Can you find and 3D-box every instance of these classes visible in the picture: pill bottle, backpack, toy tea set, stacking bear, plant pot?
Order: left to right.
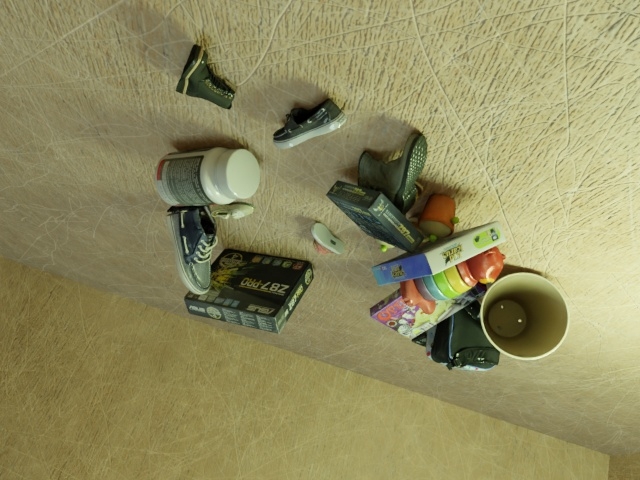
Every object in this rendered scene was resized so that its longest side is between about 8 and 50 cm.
[{"bbox_3d":[-0.321,-0.180,1.690,0.283,0.161,0.161,1,151,36],"label":"pill bottle"},{"bbox_3d":[0.243,-0.035,1.643,0.200,0.124,0.336,19,157,-2],"label":"toy tea set"},{"bbox_3d":[0.398,0.093,1.753,0.289,0.164,0.175,-23,148,33],"label":"stacking bear"},{"bbox_3d":[0.524,0.358,2.160,0.263,0.276,0.213,21,162,-24],"label":"backpack"},{"bbox_3d":[0.619,0.243,1.883,0.257,0.256,0.274,14,173,9],"label":"plant pot"}]

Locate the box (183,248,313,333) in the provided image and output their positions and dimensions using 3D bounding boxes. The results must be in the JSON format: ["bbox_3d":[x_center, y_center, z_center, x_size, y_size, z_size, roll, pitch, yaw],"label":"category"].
[{"bbox_3d":[-0.266,0.180,2.250,0.395,0.318,0.097,9,132,23],"label":"box"}]

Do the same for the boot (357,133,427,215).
[{"bbox_3d":[0.160,-0.176,1.441,0.161,0.083,0.246,32,144,21],"label":"boot"}]

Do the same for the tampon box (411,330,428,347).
[{"bbox_3d":[0.477,0.386,2.432,0.161,0.101,0.120,24,156,-10],"label":"tampon box"}]

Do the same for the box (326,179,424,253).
[{"bbox_3d":[0.136,-0.065,1.524,0.183,0.059,0.233,41,173,-27],"label":"box"}]

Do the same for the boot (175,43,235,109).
[{"bbox_3d":[-0.244,-0.367,1.351,0.137,0.076,0.198,21,170,-18],"label":"boot"}]

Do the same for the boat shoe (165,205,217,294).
[{"bbox_3d":[-0.430,0.031,2.108,0.158,0.127,0.340,-6,108,36],"label":"boat shoe"}]

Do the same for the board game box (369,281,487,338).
[{"bbox_3d":[0.359,0.202,1.998,0.208,0.056,0.347,33,126,-24],"label":"board game box"}]

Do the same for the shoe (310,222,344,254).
[{"bbox_3d":[0.000,0.000,1.975,0.081,0.063,0.178,-7,151,36],"label":"shoe"}]

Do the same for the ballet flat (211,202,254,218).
[{"bbox_3d":[-0.296,-0.094,2.000,0.168,0.052,0.057,3,152,31],"label":"ballet flat"}]

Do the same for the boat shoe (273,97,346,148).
[{"bbox_3d":[-0.042,-0.277,1.389,0.229,0.080,0.076,-5,130,48],"label":"boat shoe"}]

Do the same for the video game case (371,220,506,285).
[{"bbox_3d":[0.300,0.037,1.548,0.244,0.061,0.269,-21,179,-25],"label":"video game case"}]

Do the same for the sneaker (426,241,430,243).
[{"bbox_3d":[0.328,0.003,1.777,0.031,0.035,0.083,10,156,20],"label":"sneaker"}]
